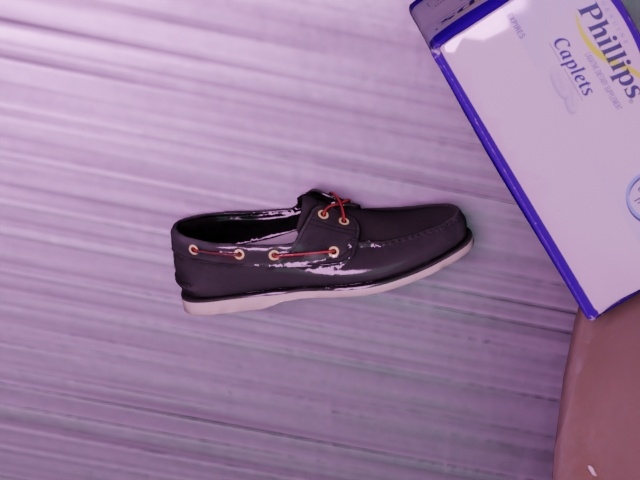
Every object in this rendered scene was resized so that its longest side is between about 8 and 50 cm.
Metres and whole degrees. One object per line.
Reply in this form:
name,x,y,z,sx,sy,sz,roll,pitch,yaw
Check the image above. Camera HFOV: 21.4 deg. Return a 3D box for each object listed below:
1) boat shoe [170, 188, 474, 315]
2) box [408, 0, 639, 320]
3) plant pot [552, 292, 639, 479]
boat shoe,0.000,0.001,0.742,0.133,0.049,0.042,-9,112,5
box,0.099,-0.053,0.686,0.072,0.137,0.126,-31,102,6
plant pot,0.218,0.095,0.692,0.229,0.263,0.263,6,104,16
